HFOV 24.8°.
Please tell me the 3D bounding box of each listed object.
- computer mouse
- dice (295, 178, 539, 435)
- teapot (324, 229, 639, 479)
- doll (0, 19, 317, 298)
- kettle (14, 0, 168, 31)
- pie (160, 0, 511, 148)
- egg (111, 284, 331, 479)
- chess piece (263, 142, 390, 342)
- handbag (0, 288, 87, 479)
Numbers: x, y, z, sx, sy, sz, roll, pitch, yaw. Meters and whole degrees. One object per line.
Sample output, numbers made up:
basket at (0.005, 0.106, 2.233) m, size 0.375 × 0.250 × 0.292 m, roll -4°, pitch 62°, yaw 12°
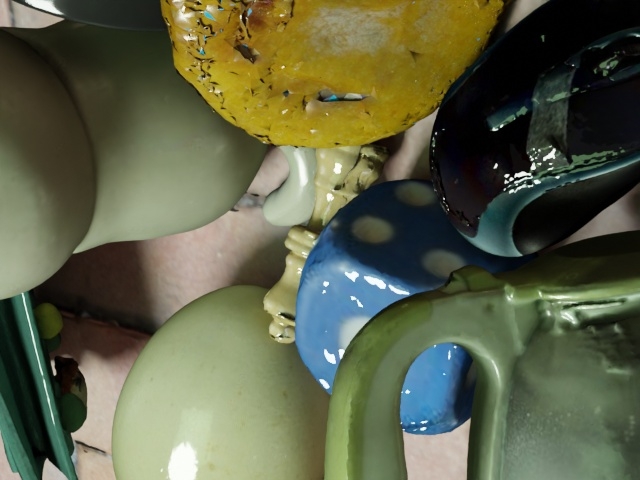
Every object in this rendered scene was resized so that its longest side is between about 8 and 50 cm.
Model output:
computer mouse at (0.154, -0.082, 0.971) m, size 0.233 × 0.096 × 0.137 m, roll -39°, pitch 66°, yaw 36°
dice at (0.074, 0.048, 1.091) m, size 0.146 × 0.146 × 0.143 m, roll 27°, pitch 128°, yaw 24°
teapot at (0.168, 0.118, 0.977) m, size 0.321 × 0.239 × 0.239 m, roll -10°, pitch 96°, yaw 11°
doll at (-0.196, -0.080, 1.128) m, size 0.226 × 0.370 × 0.215 m, roll 37°, pitch 130°, yaw 41°
kettle at (-0.094, -0.323, 0.997) m, size 0.321 × 0.228 × 0.324 m, roll 26°, pitch 122°, yaw 13°
pie at (0.017, -0.167, 0.981) m, size 0.273 × 0.273 × 0.069 m, roll -58°, pitch 36°, yaw 40°
egg at (-0.080, 0.152, 1.235) m, size 0.188 × 0.188 × 0.254 m, roll 27°, pitch 120°, yaw 25°
chess piece at (-0.001, 0.000, 1.135) m, size 0.060 × 0.060 × 0.172 m, roll 23°, pitch 96°, yaw 28°
handbag at (-0.284, 0.059, 1.343) m, size 0.269 × 0.100 × 0.274 m, roll -134°, pitch 28°, yaw -64°
